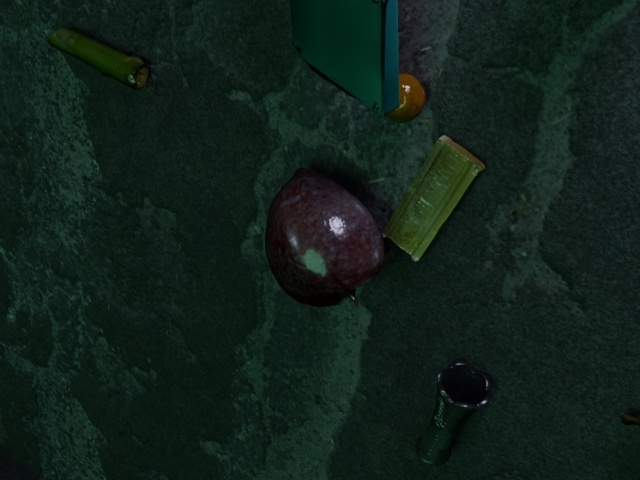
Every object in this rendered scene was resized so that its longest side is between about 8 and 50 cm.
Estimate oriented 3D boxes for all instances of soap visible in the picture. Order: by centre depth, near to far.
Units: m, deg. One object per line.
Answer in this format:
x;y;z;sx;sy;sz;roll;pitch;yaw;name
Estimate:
0.199;-0.072;1.497;0.092;0.037;0.252;39;133;11;soap

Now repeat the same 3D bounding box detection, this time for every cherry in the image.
0.000;0.000;1.590;0.230;0.203;0.300;-43;64;59;cherry

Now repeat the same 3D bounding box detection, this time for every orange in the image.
0.140;-0.242;1.416;0.083;0.070;0.083;11;107;39;orange

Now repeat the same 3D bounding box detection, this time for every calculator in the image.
0.040;-0.356;1.356;0.274;0.058;0.248;42;153;38;calculator

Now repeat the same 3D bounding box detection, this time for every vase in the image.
0.258;0.360;1.676;0.115;0.115;0.237;32;135;20;vase

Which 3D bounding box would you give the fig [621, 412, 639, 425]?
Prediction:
0.579;0.269;1.346;0.170;0.145;0.274;47;149;7;fig

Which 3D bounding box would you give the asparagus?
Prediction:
-0.488;-0.406;1.830;0.278;0.060;0.067;30;151;21;asparagus
